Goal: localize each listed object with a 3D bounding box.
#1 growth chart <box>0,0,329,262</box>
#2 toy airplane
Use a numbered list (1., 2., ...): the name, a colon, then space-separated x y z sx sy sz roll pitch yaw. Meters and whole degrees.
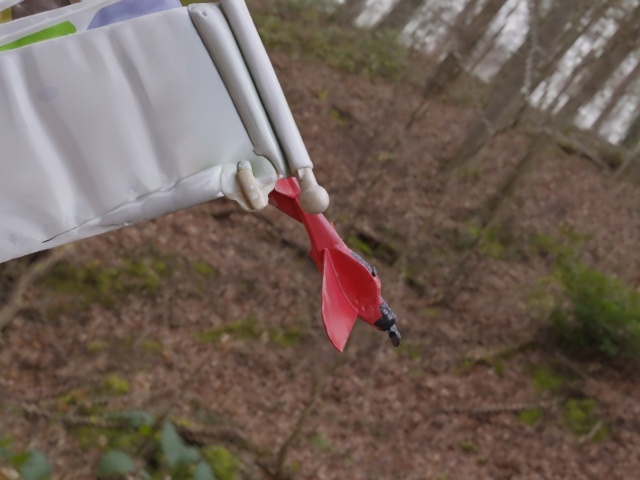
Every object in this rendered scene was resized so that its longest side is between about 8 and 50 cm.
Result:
1. growth chart: -0.129 -0.070 0.653 0.021 0.237 0.171 123 -48 -69
2. toy airplane: 0.000 0.000 0.721 0.151 0.028 0.151 49 15 -17
